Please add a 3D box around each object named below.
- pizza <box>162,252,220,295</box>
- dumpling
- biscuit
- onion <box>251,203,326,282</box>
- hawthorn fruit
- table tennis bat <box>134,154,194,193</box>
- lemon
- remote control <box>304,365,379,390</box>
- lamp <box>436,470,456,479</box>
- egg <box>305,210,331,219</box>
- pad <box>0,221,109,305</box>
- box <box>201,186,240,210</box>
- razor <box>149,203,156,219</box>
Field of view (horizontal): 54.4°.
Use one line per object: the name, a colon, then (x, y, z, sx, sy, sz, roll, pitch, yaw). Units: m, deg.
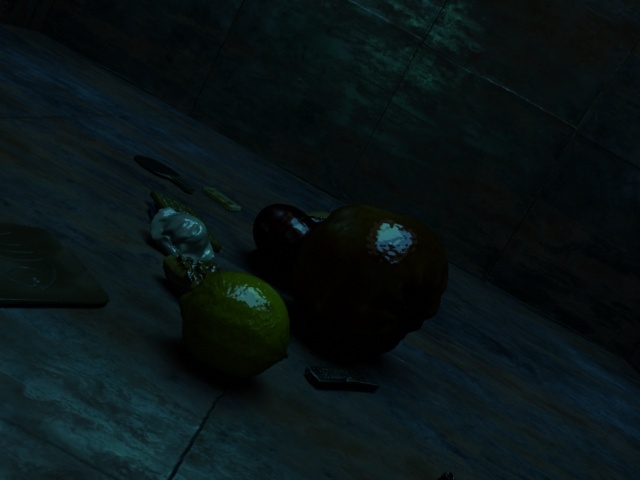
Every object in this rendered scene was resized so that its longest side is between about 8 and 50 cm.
pizza: (-0.222, 0.120, 1.413, 0.306, 0.085, 0.161, 31, 12, 2)
dumpling: (-0.355, -0.006, 1.597, 0.188, 0.108, 0.127, 45, 35, -7)
biscuit: (-0.394, -0.062, 1.821, 0.172, 0.029, 0.254, 28, 11, -41)
onion: (-0.063, -0.009, 1.852, 0.273, 0.285, 0.273, 48, -16, 18)
hawthorn fruit: (0.114, 0.080, 1.614, 0.403, 0.402, 0.403, 28, 13, -7)
table tennis bat: (-0.553, -0.240, 2.232, 0.274, 0.021, 0.154, 33, 13, 25)
lemon: (-0.158, 0.156, 1.174, 0.231, 0.192, 0.192, 29, 13, -4)
remote control: (0.051, 0.311, 1.401, 0.212, 0.028, 0.059, 17, 22, -43)
lamp: (0.302, 0.494, 1.049, 0.228, 0.147, 0.171, 14, 41, -24)
egg: (0.000, 0.000, 2.109, 0.245, 0.200, 0.201, 20, 11, 10)
pad: (-0.563, 0.035, 1.143, 0.284, 0.018, 0.287, 37, 15, 31)
box: (-0.365, -0.152, 2.295, 0.149, 0.020, 0.073, 35, 13, 22)
razor: (-0.461, -0.069, 1.748, 0.028, 0.044, 0.154, -25, 34, -18)
